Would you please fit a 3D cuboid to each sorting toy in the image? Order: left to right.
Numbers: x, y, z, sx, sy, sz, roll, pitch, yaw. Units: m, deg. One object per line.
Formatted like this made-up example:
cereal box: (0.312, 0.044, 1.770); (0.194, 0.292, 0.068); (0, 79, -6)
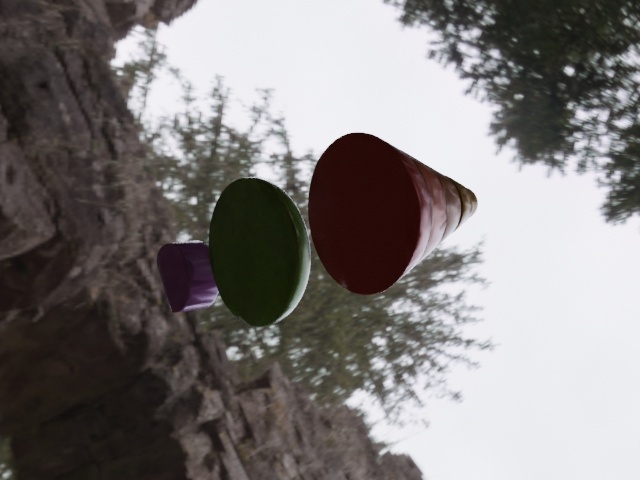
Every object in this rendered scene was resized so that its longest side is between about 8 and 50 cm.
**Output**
sorting toy: (0.000, 0.000, 0.960); (0.365, 0.126, 0.127); (-19, -99, 51)
